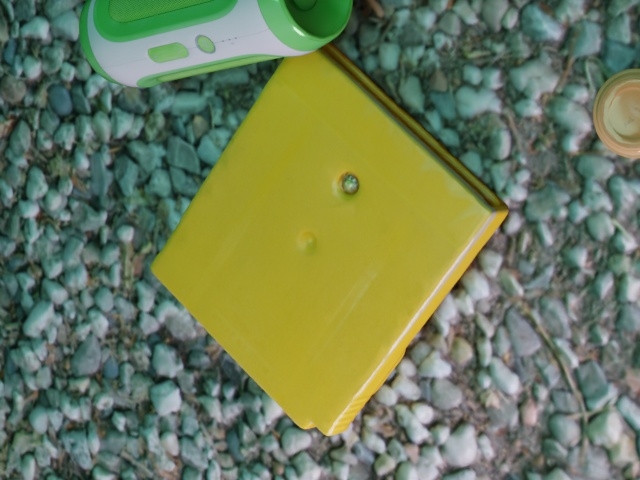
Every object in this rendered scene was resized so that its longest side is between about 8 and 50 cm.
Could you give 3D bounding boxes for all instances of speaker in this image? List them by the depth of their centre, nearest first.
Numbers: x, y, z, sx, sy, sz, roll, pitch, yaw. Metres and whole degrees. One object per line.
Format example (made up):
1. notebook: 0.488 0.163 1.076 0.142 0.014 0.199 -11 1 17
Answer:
1. speaker: -0.110 -0.231 1.764 0.297 0.131 0.131 -6 90 43

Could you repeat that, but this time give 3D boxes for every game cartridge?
1. game cartridge: 0.000 0.000 1.787 0.285 0.053 0.323 45 117 21

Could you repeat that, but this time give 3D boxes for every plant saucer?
1. plant saucer: 0.291 -0.118 1.614 0.083 0.013 0.083 3 95 32
